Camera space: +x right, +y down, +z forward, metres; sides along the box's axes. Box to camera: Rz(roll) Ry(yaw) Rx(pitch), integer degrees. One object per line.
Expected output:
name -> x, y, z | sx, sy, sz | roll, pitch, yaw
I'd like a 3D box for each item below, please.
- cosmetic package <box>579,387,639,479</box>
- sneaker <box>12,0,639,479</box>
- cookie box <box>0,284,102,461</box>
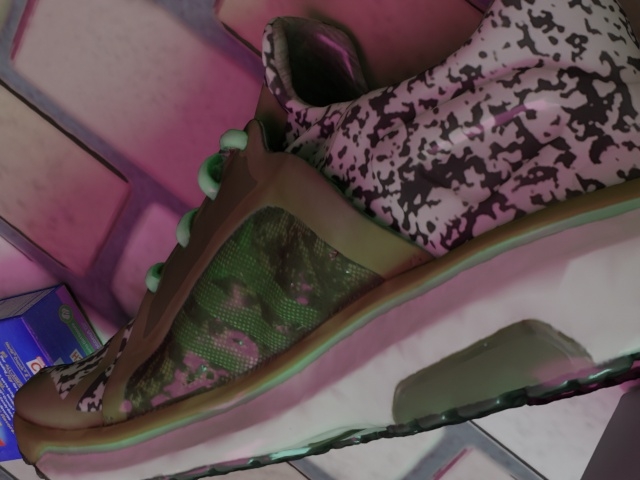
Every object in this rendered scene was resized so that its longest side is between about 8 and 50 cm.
cosmetic package -> 0.197, 0.126, 0.448 | 0.138, 0.224, 0.225 | 48, 133, -6
sneaker -> 0.000, 0.000, 0.577 | 0.410, 0.158, 0.182 | -21, 77, 41
cookie box -> -0.172, 0.080, 0.766 | 0.107, 0.040, 0.092 | -13, 113, 37
